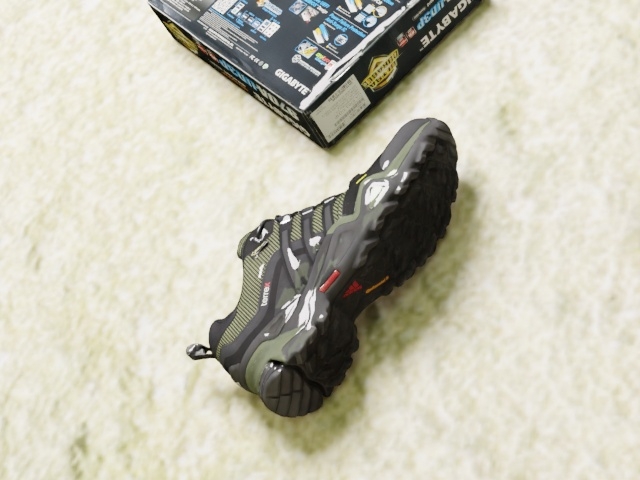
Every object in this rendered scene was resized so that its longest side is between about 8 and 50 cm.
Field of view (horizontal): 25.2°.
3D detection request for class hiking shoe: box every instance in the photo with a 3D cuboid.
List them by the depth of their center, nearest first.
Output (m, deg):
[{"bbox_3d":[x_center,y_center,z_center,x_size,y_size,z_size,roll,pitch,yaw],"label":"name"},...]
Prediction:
[{"bbox_3d":[0.000,0.000,0.950,0.114,0.086,0.227,26,72,34],"label":"hiking shoe"}]

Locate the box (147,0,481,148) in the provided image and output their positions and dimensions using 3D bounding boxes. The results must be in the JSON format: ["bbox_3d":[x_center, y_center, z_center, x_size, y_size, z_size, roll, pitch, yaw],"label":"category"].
[{"bbox_3d":[-0.008,-0.189,1.112,0.175,0.051,0.220,-45,49,-8],"label":"box"}]
